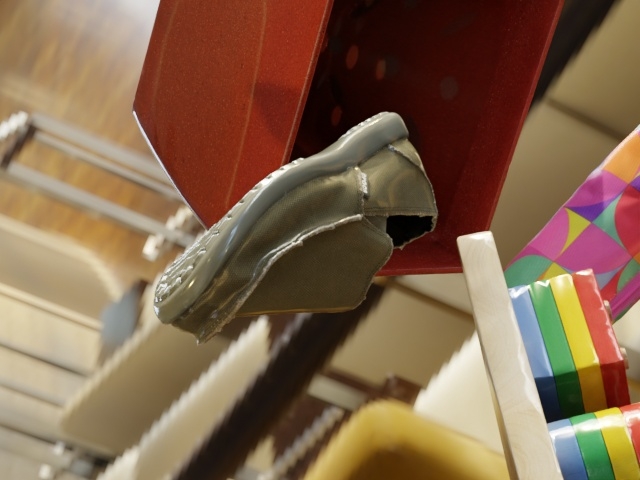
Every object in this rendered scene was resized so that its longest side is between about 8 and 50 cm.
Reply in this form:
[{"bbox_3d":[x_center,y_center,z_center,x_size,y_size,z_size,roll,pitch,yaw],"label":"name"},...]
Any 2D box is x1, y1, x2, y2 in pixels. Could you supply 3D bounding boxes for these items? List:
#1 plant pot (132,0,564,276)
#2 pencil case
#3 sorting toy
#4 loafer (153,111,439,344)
[{"bbox_3d":[-0.002,-0.137,1.473,0.236,0.267,0.267,31,112,39],"label":"plant pot"},{"bbox_3d":[0.227,0.004,1.370,0.236,0.104,0.104,-50,26,-3],"label":"pencil case"},{"bbox_3d":[0.171,0.160,1.152,0.089,0.257,0.255,-13,40,3],"label":"sorting toy"},{"bbox_3d":[0.000,0.000,1.054,0.094,0.087,0.251,-41,-3,41],"label":"loafer"}]
